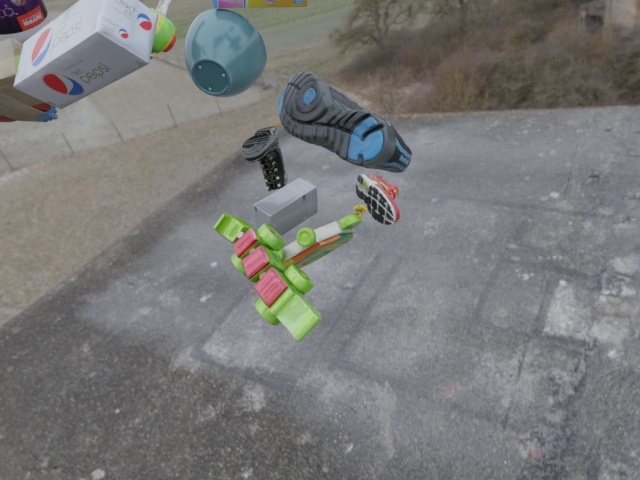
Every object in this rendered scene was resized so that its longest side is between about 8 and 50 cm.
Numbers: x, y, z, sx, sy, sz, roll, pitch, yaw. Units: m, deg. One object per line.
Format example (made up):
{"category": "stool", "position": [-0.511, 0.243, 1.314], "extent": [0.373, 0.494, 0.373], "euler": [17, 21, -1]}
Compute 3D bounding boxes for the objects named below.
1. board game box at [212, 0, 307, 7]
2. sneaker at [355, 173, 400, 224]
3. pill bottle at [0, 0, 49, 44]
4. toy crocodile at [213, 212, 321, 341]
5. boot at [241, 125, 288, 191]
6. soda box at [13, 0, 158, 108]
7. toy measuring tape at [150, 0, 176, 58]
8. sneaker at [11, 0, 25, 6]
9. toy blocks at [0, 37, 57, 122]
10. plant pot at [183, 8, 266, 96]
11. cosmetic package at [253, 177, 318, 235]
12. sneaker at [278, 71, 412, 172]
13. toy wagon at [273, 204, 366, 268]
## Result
{"category": "board game box", "position": [-0.207, -0.881, 1.632], "extent": [0.316, 0.064, 0.242], "euler": [-3, 42, -3]}
{"category": "sneaker", "position": [0.212, -0.152, 1.554], "extent": [0.118, 0.107, 0.279], "euler": [-6, 36, -16]}
{"category": "pill bottle", "position": [-0.838, -0.653, 1.218], "extent": [0.181, 0.323, 0.182], "euler": [1, 54, -1]}
{"category": "toy crocodile", "position": [-0.112, 0.061, 0.957], "extent": [0.115, 0.105, 0.341], "euler": [-43, 54, 8]}
{"category": "boot", "position": [-0.152, -0.222, 1.368], "extent": [0.085, 0.179, 0.236], "euler": [-7, 27, 11]}
{"category": "soda box", "position": [-0.303, -0.239, 0.595], "extent": [0.216, 0.069, 0.074], "euler": [-7, 72, 36]}
{"category": "toy measuring tape", "position": [-0.500, -0.719, 1.502], "extent": [0.121, 0.121, 0.330], "euler": [13, 78, 34]}
{"category": "sneaker", "position": [-0.714, -0.588, 0.966], "extent": [0.092, 0.225, 0.088], "euler": [-36, 31, 5]}
{"category": "toy blocks", "position": [-0.840, -0.402, 1.267], "extent": [0.381, 0.191, 0.261], "euler": [-12, -7, 11]}
{"category": "plant pot", "position": [-0.350, -0.615, 1.623], "extent": [0.290, 0.290, 0.196], "euler": [-4, 47, 17]}
{"category": "cosmetic package", "position": [-0.125, -0.116, 1.714], "extent": [0.107, 0.127, 0.238], "euler": [30, 52, 29]}
{"category": "sneaker", "position": [0.037, -0.227, 0.942], "extent": [0.341, 0.139, 0.125], "euler": [46, 111, 36]}
{"category": "toy wagon", "position": [0.000, 0.000, 1.426], "extent": [0.344, 0.068, 0.267], "euler": [-30, -10, 24]}
